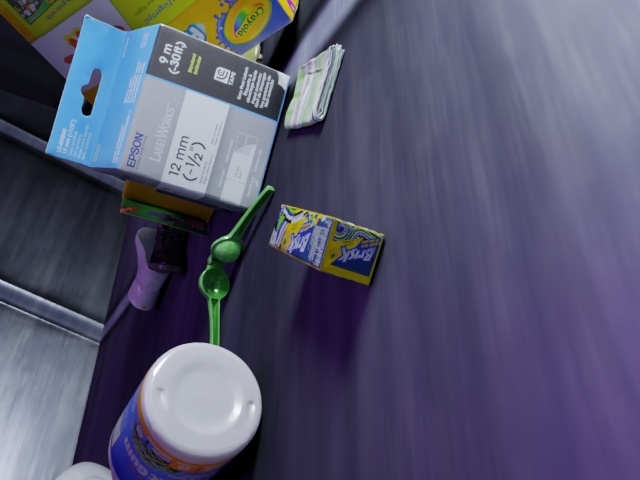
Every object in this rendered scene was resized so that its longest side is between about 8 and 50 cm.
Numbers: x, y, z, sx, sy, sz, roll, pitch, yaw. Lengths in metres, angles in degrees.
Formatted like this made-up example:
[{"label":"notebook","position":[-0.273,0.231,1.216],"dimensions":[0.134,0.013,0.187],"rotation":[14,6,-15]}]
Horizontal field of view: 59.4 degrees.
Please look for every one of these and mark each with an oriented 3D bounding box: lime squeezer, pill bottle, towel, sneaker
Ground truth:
[{"label":"lime squeezer","position":[-0.162,0.046,0.950],"dimensions":[0.110,0.058,0.311],"rotation":[28,100,67]},{"label":"pill bottle","position":[-0.198,0.265,0.760],"dimensions":[0.272,0.152,0.152],"rotation":[-52,31,41]},{"label":"towel","position":[-0.017,-0.227,0.847],"dimensions":[0.152,0.023,0.113],"rotation":[13,86,67]},{"label":"sneaker","position":[-0.525,0.087,1.678],"dimensions":[0.169,0.108,0.293],"rotation":[-62,27,18]},{"label":"sneaker","position":[-0.395,0.015,1.456],"dimensions":[0.227,0.087,0.131],"rotation":[-148,70,-72]}]

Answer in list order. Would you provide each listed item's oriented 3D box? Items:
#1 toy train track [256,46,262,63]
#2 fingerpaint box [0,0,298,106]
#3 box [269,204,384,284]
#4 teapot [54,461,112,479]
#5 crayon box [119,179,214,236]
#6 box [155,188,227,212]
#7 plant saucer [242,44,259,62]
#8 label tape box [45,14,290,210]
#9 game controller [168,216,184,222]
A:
[{"label":"toy train track","position":[-0.141,-0.405,1.259],"dimensions":[0.083,0.014,0.048],"rotation":[-159,84,-70]},{"label":"fingerpaint box","position":[-0.325,-0.466,1.042],"dimensions":[0.444,0.371,0.163],"rotation":[-26,34,25]},{"label":"box","position":[0.000,0.000,0.608],"dimensions":[0.169,0.059,0.054],"rotation":[22,94,67]},{"label":"teapot","position":[-0.461,0.589,1.117],"dimensions":[0.256,0.187,0.253],"rotation":[95,-160,-64]},{"label":"crayon box","position":[-0.340,-0.163,1.310],"dimensions":[0.081,0.202,0.319],"rotation":[-56,30,35]},{"label":"box","position":[-0.241,-0.181,1.160],"dimensions":[0.108,0.153,0.207],"rotation":[-51,33,41]},{"label":"plant saucer","position":[-0.197,-0.397,1.330],"dimensions":[0.241,0.037,0.241],"rotation":[-166,90,-71]},{"label":"label tape box","position":[-0.252,-0.213,0.953],"dimensions":[0.115,0.347,0.249],"rotation":[5,80,66]},{"label":"game controller","position":[-0.412,-0.143,1.658],"dimensions":[0.319,0.067,0.167],"rotation":[-108,27,-54]}]
